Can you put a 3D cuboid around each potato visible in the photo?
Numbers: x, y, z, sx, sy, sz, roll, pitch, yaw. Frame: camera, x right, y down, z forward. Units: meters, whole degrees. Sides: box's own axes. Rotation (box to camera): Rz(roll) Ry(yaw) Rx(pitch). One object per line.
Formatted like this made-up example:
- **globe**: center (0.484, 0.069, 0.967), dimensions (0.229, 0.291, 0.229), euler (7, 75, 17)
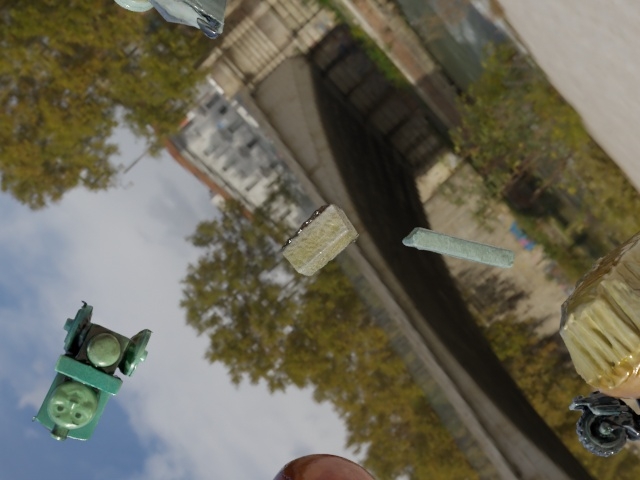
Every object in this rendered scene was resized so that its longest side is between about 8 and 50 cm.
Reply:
- **potato**: center (-0.002, 0.001, 1.478), dimensions (0.061, 0.122, 0.086), euler (50, -170, 19)

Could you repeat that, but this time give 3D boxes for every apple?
- **apple**: center (0.015, 0.492, 1.504), dimensions (0.206, 0.252, 0.272), euler (3, -139, -13)

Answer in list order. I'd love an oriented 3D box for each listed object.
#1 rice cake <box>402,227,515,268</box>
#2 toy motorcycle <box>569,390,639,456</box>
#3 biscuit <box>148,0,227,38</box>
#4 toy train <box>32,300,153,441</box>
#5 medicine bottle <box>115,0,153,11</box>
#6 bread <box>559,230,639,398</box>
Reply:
- **rice cake**: center (0.181, 0.010, 1.179), dimensions (0.170, 0.029, 0.033), euler (12, -179, -30)
- **toy motorcycle**: center (0.551, 0.266, 1.547), dimensions (0.106, 0.270, 0.159), euler (97, 159, -62)
- **biscuit**: center (-0.133, -0.292, 0.831), dimensions (0.186, 0.079, 0.309), euler (40, -154, -15)
- **toy train**: center (-0.334, 0.198, 1.307), dimensions (0.120, 0.194, 0.298), euler (26, 167, -9)
- **medicine bottle**: center (-0.208, -0.367, 1.139), dimensions (0.074, 0.074, 0.218), euler (47, 153, -8)
- **bread**: center (0.503, 0.100, 1.417), dimensions (0.183, 0.236, 0.388), euler (49, -139, 9)
